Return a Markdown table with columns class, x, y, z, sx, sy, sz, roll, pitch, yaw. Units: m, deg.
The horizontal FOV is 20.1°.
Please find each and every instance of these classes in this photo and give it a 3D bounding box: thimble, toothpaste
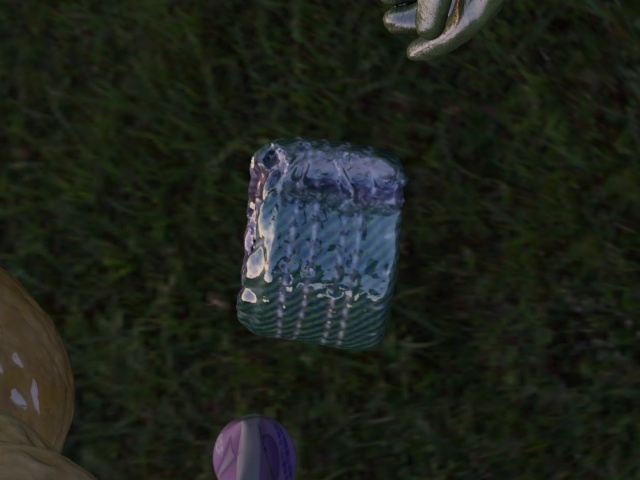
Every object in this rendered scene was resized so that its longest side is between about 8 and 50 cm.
| class | x | y | z | sx | sy | sz | roll | pitch | yaw |
| --- | --- | --- | --- | --- | --- | --- | --- | --- | --- |
| thimble | 0.000 | 0.002 | 1.062 | 0.090 | 0.135 | 0.119 | 6 | 77 | -4 |
| toothpaste | -0.025 | 0.148 | 0.898 | 0.048 | 0.301 | 0.075 | -38 | 104 | 4 |

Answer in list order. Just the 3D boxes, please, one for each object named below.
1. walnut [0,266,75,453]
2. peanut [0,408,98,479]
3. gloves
| class | x | y | z | sx | sy | sz | roll | pitch | yaw |
| --- | --- | --- | --- | --- | --- | --- | --- | --- | --- |
| walnut | -0.395 | 0.138 | 1.659 | 0.332 | 0.333 | 0.333 | -1 | 86 | 19 |
| peanut | -0.111 | 0.095 | 0.587 | 0.089 | 0.193 | 0.089 | 0 | 90 | -24 |
| gloves | 0.130 | -0.263 | 1.557 | 0.107 | 0.135 | 0.268 | 30 | 130 | 3 |
